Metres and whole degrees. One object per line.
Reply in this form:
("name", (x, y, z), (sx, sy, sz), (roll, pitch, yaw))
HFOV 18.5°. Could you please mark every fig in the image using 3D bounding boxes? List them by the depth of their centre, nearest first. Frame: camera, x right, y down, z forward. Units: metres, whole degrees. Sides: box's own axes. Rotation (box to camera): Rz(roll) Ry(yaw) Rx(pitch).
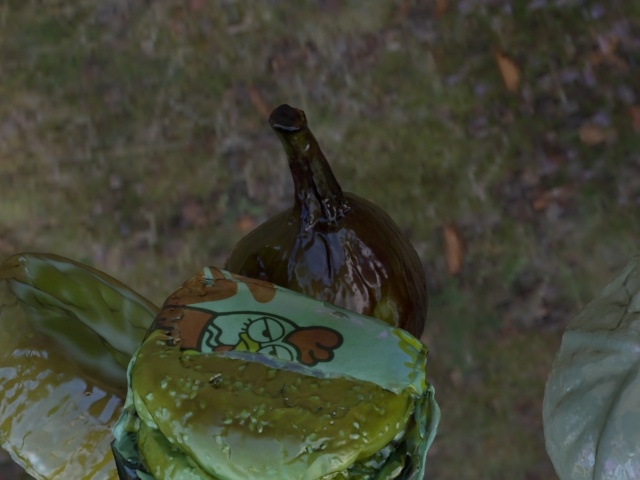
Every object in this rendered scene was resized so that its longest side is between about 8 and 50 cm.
("fig", (-0.006, 0.030, 1.620), (0.191, 0.190, 0.290), (-12, 158, 0))

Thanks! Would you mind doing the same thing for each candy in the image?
("candy", (-0.175, 0.116, 1.577), (0.260, 0.260, 0.118), (33, 108, -37))

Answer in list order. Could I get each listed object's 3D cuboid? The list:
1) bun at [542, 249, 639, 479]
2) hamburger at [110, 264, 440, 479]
("bun", (0.348, 0.106, 1.553), (0.365, 0.365, 0.219), (-10, 116, -2))
("hamburger", (-0.037, 0.126, 1.312), (0.214, 0.235, 0.125), (16, 130, 25))
